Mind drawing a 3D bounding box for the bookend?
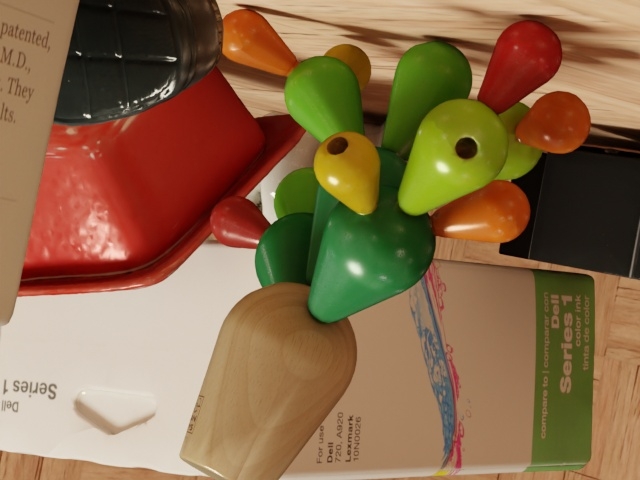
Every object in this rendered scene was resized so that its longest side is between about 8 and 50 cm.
[{"bbox_3d":[0.151,-0.018,0.970,0.157,0.072,0.156,11,-179,42],"label":"bookend"}]

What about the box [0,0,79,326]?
[{"bbox_3d":[-0.185,-0.055,0.456,0.181,0.119,0.182,11,180,27],"label":"box"}]

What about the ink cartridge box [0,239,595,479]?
[{"bbox_3d":[-0.009,0.065,1.009,0.201,0.117,0.278,0,176,41],"label":"ink cartridge box"}]

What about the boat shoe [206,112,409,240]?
[{"bbox_3d":[-0.006,-0.020,1.293,0.156,0.136,0.367,11,177,2],"label":"boat shoe"}]

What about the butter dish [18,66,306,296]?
[{"bbox_3d":[-0.113,-0.052,0.890,0.160,0.118,0.160,-4,-149,35],"label":"butter dish"}]

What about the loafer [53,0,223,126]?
[{"bbox_3d":[-0.076,-0.073,0.574,0.061,0.062,0.170,-17,-160,-35],"label":"loafer"}]

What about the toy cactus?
[{"bbox_3d":[0.000,0.000,0.653,0.112,0.180,0.219,32,167,-22],"label":"toy cactus"}]
